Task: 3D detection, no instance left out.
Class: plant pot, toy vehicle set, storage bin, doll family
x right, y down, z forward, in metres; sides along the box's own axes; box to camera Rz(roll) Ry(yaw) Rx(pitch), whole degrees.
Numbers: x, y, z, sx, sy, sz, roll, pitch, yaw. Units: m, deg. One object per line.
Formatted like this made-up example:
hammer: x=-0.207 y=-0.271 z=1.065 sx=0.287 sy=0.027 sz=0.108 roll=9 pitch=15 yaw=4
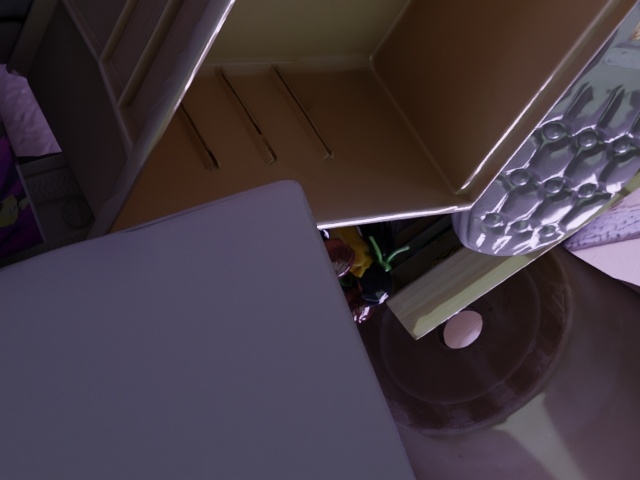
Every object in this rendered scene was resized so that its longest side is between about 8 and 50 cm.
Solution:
plant pot: x=0.171 y=0.133 z=1.109 sx=0.323 sy=0.323 sz=0.280 roll=-36 pitch=139 yaw=9
toy vehicle set: x=0.163 y=-0.039 z=0.949 sx=0.267 sy=0.035 sz=0.166 roll=-35 pitch=-169 yaw=8
storage bin: x=0.021 y=-0.130 z=0.632 sx=0.262 sy=0.123 sz=0.260 roll=-8 pitch=146 yaw=-40
doll family: x=0.000 y=0.000 z=0.855 sx=0.076 sy=0.111 sz=0.193 roll=-41 pitch=153 yaw=19

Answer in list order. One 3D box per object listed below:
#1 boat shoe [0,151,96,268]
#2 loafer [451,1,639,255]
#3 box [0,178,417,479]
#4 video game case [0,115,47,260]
boat shoe: x=-0.207 y=-0.005 z=0.654 sx=0.233 sy=0.084 sz=0.079 roll=-6 pitch=-171 yaw=-25
loafer: x=0.161 y=-0.127 z=0.770 sx=0.112 sy=0.111 sz=0.319 roll=11 pitch=128 yaw=-22
box: x=-0.107 y=0.123 z=0.677 sx=0.215 sy=0.168 sz=0.345 roll=-19 pitch=169 yaw=-15
video game case: x=-0.249 y=-0.039 z=0.521 sx=0.232 sy=0.042 sz=0.210 roll=-24 pitch=134 yaw=-16
